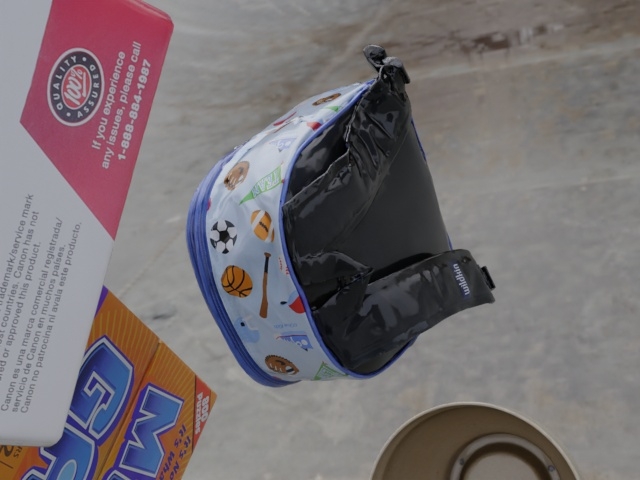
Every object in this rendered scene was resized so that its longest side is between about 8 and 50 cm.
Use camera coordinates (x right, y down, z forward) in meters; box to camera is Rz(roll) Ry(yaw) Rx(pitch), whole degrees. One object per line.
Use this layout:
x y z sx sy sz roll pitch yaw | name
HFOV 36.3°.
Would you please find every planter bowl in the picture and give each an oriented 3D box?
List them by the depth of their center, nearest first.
0.128 0.198 0.732 0.162 0.162 0.109 -4 -5 24 | planter bowl

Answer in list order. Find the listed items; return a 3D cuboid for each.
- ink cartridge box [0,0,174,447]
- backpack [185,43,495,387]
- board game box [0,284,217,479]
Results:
-0.185 -0.035 0.311 0.100 0.172 0.237 12 -4 43 | ink cartridge box
0.000 0.000 0.881 0.213 0.276 0.263 -18 14 30 | backpack
-0.393 0.224 1.076 0.357 0.356 0.356 12 66 24 | board game box
